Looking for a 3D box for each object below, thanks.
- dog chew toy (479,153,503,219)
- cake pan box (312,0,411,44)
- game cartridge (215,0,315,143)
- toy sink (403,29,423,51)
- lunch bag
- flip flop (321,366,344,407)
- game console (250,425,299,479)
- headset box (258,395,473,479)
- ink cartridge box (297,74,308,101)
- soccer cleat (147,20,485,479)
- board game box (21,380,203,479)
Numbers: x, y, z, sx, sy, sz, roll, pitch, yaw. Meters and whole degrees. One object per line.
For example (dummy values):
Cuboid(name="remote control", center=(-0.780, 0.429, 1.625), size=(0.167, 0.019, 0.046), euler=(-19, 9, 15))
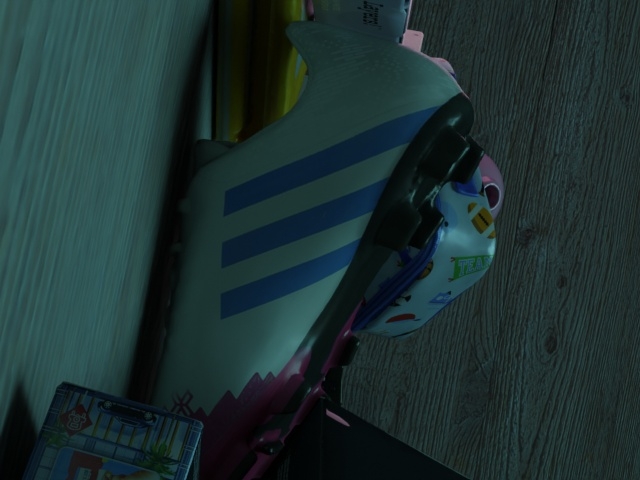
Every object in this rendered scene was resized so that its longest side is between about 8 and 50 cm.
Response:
Cuboid(name="dog chew toy", center=(0.146, -0.086, 1.548), size=(0.331, 0.206, 0.207), euler=(14, -86, 55))
Cuboid(name="cake pan box", center=(0.045, -0.258, 0.640), size=(0.267, 0.070, 0.246), euler=(33, 64, -87))
Cuboid(name="game cartridge", center=(-0.007, -0.260, 0.685), size=(0.324, 0.052, 0.285), euler=(-74, 174, -45))
Cuboid(name="toy sink", center=(0.062, -0.164, 1.385), size=(0.153, 0.131, 0.234), euler=(-70, 170, -67))
Cuboid(name="lunch bag", center=(0.077, -0.061, 1.126), size=(0.243, 0.114, 0.304), euler=(-50, -139, 46))
Cuboid(name="flip flop", center=(-0.026, 0.216, 1.472), size=(0.080, 0.112, 0.277), euler=(-140, -123, -70))
Cuboid(name="game console", center=(-0.070, 0.207, 1.138), size=(0.342, 0.060, 0.387), euler=(56, 44, -77))
Cuboid(name="headset box", center=(-0.013, 0.252, 0.497), size=(0.283, 0.131, 0.246), euler=(-56, -168, 18))
Cuboid(name="ink cartridge box", center=(-0.004, -0.105, 1.052), size=(0.115, 0.067, 0.198), euler=(-43, 145, -84))
Cuboid(name="soccer cleat", center=(-0.041, 0.026, 0.602), size=(0.331, 0.143, 0.116), euler=(-57, 164, 7))
Cuboid(name="board game box", center=(-0.104, 0.189, 0.393), size=(0.194, 0.060, 0.194), euler=(102, 4, -51))
